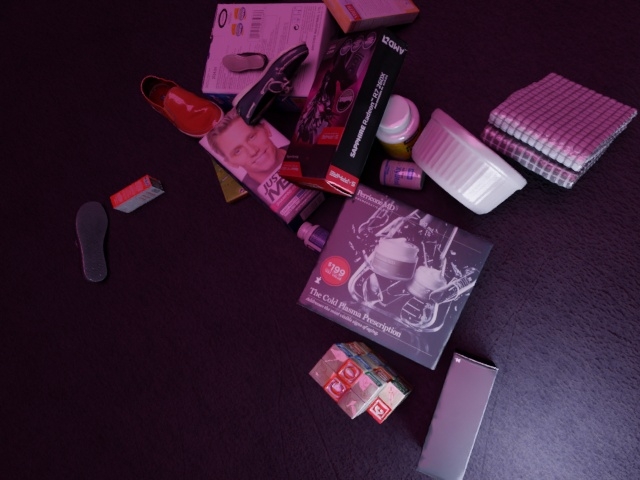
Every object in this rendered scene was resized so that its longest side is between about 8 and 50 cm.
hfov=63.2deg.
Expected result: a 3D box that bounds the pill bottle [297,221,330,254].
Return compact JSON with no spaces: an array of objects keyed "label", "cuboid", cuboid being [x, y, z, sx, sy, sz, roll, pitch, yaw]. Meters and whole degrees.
[{"label":"pill bottle","cuboid":[0.000,0.000,1.384,0.120,0.067,0.067,33,92,19]}]

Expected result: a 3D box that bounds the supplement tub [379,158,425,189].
[{"label":"supplement tub","cuboid":[0.212,-0.170,1.346,0.107,0.071,0.070,10,84,19]}]

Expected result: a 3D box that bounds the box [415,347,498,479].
[{"label":"box","cuboid":[0.306,0.385,1.167,0.103,0.184,0.261,18,87,19]}]

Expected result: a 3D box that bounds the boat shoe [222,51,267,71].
[{"label":"boat shoe","cuboid":[-0.200,-0.479,1.384,0.125,0.038,0.046,2,125,22]}]

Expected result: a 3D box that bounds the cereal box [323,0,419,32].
[{"label":"cereal box","cuboid":[0.124,-0.642,1.388,0.240,0.047,0.172,-21,71,-29]}]

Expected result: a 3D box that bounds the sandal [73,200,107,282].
[{"label":"sandal","cuboid":[-0.709,0.003,1.592,0.055,0.097,0.254,-14,75,42]}]

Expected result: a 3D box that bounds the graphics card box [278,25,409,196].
[{"label":"graphics card box","cuboid":[0.047,-0.298,1.224,0.233,0.094,0.370,18,86,58]}]

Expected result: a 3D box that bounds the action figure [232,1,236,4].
[{"label":"action figure","cuboid":[-0.266,-0.707,1.602,0.115,0.030,0.038,4,87,20]}]

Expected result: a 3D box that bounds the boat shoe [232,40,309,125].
[{"label":"boat shoe","cuboid":[-0.117,-0.394,1.316,0.255,0.095,0.079,-37,82,20]}]

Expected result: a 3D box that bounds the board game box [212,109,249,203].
[{"label":"board game box","cuboid":[-0.255,-0.248,1.520,0.124,0.039,0.259,-24,78,11]}]

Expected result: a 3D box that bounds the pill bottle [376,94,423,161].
[{"label":"pill bottle","cuboid":[0.193,-0.280,1.293,0.118,0.215,0.117,-3,81,17]}]

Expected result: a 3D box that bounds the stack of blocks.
[{"label":"stack of blocks","cuboid":[0.104,0.319,1.180,0.171,0.297,0.087,41,94,20]}]

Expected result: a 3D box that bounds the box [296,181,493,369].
[{"label":"box","cuboid":[0.168,0.078,1.229,0.344,0.179,0.312,25,88,7]}]

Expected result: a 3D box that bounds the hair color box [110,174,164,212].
[{"label":"hair color box","cuboid":[-0.553,-0.139,1.573,0.141,0.072,0.043,-27,75,10]}]

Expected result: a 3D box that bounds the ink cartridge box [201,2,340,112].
[{"label":"ink cartridge box","cuboid":[-0.166,-0.514,1.474,0.396,0.151,0.269,8,84,16]}]

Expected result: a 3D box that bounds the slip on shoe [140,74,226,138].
[{"label":"slip on shoe","cuboid":[-0.412,-0.398,1.538,0.331,0.101,0.123,33,88,26]}]

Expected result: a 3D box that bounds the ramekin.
[{"label":"ramekin","cuboid":[0.335,-0.176,1.217,0.273,0.273,0.127,45,109,18]}]

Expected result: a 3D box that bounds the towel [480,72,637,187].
[{"label":"towel","cuboid":[0.533,-0.253,1.181,0.235,0.121,0.284,37,53,25]}]

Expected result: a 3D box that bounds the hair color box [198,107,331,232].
[{"label":"hair color box","cuboid":[-0.145,-0.202,1.416,0.347,0.105,0.174,42,84,14]}]
